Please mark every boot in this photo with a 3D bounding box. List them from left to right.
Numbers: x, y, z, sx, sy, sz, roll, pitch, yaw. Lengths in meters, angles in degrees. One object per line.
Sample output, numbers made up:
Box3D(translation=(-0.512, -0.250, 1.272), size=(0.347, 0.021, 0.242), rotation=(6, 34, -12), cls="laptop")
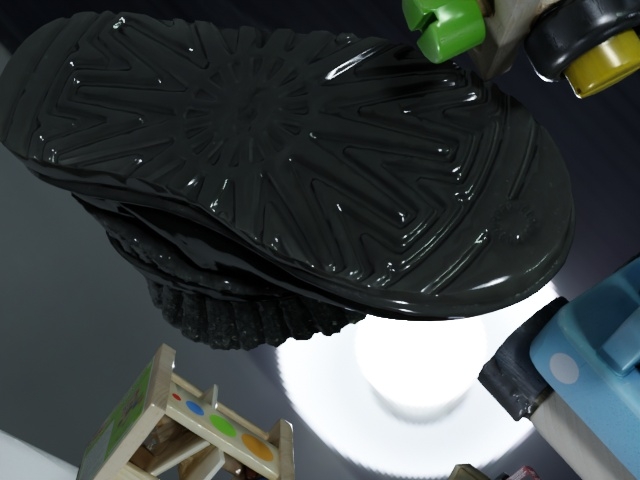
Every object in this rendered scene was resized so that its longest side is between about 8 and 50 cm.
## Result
Box3D(translation=(0.001, -0.004, 0.772), size=(0.131, 0.348, 0.260), rotation=(-59, 149, -17), cls="boot")

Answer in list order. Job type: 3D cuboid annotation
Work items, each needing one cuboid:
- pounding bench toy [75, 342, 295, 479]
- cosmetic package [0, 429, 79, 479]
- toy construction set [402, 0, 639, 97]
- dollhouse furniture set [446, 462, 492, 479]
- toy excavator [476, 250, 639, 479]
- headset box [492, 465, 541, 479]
Box3D(translation=(-0.054, 0.094, 0.472), size=(0.083, 0.065, 0.052), rotation=(-52, -167, 13), cls="pounding bench toy")
Box3D(translation=(-0.279, 0.269, 0.799), size=(0.327, 0.394, 0.329), rotation=(98, 17, -70), cls="cosmetic package")
Box3D(translation=(0.107, -0.197, 0.626), size=(0.237, 0.257, 0.309), rotation=(-34, -163, -4), cls="toy construction set")
Box3D(translation=(0.154, 0.338, 1.305), size=(0.101, 0.182, 0.160), rotation=(9, 111, -54), cls="dollhouse furniture set")
Box3D(translation=(0.301, 0.055, 0.992), size=(0.433, 0.222, 0.445), rotation=(-25, 155, -42), cls="toy excavator")
Box3D(translation=(0.182, 0.247, 1.191), size=(0.062, 0.083, 0.032), rotation=(-39, 157, 10), cls="headset box")
